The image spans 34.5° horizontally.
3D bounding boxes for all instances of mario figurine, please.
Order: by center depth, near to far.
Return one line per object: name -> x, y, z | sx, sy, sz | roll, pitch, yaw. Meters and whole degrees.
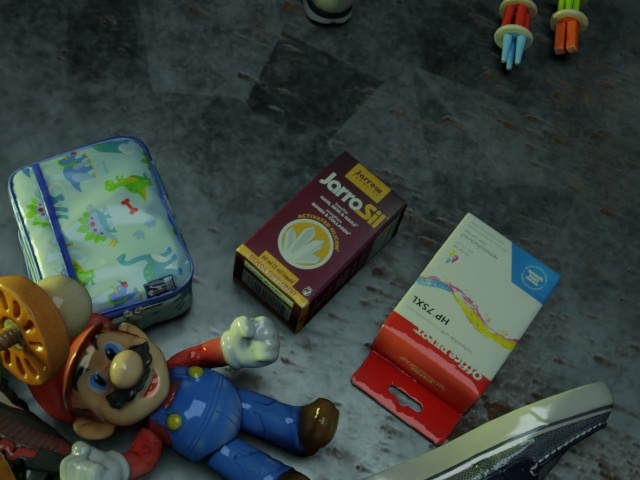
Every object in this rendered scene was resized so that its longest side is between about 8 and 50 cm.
mario figurine -> -0.139, 0.165, 1.024 | 0.320, 0.170, 0.198 | 24, 28, -11

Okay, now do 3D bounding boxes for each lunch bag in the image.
lunch bag -> -0.247, 0.001, 1.154 | 0.176, 0.090, 0.219 | -17, 67, -13

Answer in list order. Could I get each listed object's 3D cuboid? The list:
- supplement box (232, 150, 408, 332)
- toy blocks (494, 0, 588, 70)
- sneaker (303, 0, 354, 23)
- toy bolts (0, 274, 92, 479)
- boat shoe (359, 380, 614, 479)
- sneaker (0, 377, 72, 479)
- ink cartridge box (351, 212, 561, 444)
supplement box -> 0.000, 0.000, 1.193 | 0.104, 0.081, 0.188 | 40, 65, 12
toy blocks -> 0.299, -0.287, 1.393 | 0.123, 0.054, 0.148 | 14, 63, -1
sneaker -> 0.000, -0.408, 1.386 | 0.090, 0.095, 0.235 | -15, 66, -13
toy bolts -> -0.310, 0.123, 0.951 | 0.228, 0.218, 0.158 | 12, 30, 36
boat shoe -> 0.179, 0.277, 1.074 | 0.340, 0.127, 0.158 | -22, 76, -9
sneaker -> -0.361, 0.153, 1.054 | 0.276, 0.098, 0.135 | 25, 65, 5
ink cartridge box -> 0.153, 0.099, 1.170 | 0.134, 0.078, 0.231 | 35, 65, 9
